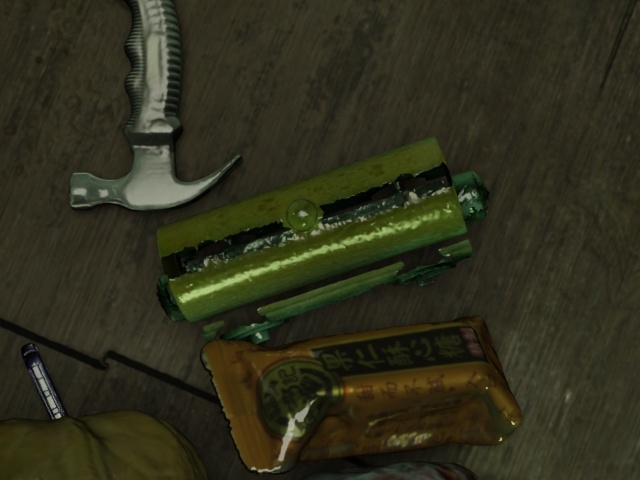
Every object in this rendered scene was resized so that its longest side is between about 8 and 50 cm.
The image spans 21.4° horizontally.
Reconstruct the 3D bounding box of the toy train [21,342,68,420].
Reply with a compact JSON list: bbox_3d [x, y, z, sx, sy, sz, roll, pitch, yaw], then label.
[{"bbox_3d":[-0.250,0.131,1.529,0.017,0.017,0.083,-26,83,-4],"label":"toy train"}]

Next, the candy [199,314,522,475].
[{"bbox_3d":[0.039,0.131,1.445,0.271,0.101,0.143,-3,46,-20],"label":"candy"}]

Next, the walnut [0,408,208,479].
[{"bbox_3d":[-0.207,0.277,1.396,0.253,0.282,0.277,-9,89,38],"label":"walnut"}]

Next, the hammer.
[{"bbox_3d":[-0.155,-0.139,1.549,0.159,0.041,0.226,-4,83,0],"label":"hammer"}]

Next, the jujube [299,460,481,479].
[{"bbox_3d":[0.049,0.338,1.408,0.226,0.226,0.317,6,85,1],"label":"jujube"}]

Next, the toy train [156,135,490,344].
[{"bbox_3d":[0.002,0.008,1.456,0.307,0.189,0.126,-18,90,2],"label":"toy train"}]
